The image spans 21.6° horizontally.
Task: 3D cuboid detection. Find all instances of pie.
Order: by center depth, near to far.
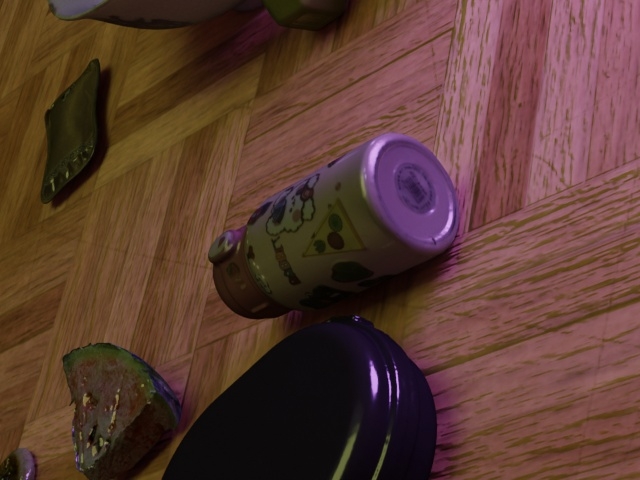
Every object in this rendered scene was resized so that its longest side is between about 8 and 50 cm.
[{"bbox_3d":[-0.352,0.274,1.898,0.084,0.021,0.084,-38,35,32],"label":"pie"}]

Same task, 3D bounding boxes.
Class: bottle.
[{"bbox_3d":[0.000,0.000,1.524,0.253,0.120,0.120,-27,42,42],"label":"bottle"}]

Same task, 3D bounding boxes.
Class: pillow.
[{"bbox_3d":[-0.333,-0.150,2.252,0.130,0.033,0.217,-40,34,31],"label":"pillow"}]

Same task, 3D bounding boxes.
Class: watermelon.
[{"bbox_3d":[-0.209,0.183,1.730,0.187,0.071,0.139,13,81,51],"label":"watermelon"}]

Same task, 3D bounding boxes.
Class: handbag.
[{"bbox_3d":[-0.027,0.200,1.407,0.308,0.093,0.254,-43,31,26],"label":"handbag"}]

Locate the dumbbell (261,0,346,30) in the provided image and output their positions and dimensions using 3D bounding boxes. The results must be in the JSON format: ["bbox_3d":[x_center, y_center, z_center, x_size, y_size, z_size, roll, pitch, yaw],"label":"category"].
[{"bbox_3d":[0.052,-0.334,1.768,0.302,0.121,0.108,-31,69,38],"label":"dumbbell"}]

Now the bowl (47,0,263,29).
[{"bbox_3d":[-0.121,-0.398,1.996,0.435,0.196,0.435,-40,33,32],"label":"bowl"}]
